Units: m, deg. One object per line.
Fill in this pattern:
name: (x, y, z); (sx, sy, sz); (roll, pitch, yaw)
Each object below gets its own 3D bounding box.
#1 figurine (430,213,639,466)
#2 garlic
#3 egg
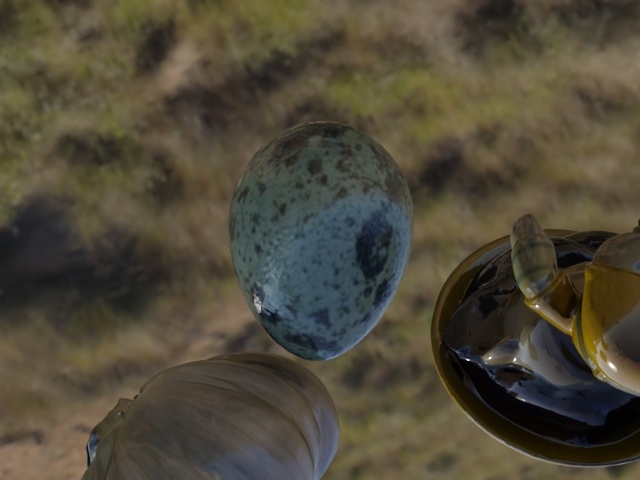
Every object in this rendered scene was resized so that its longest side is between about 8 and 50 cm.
figurine: (0.176, 0.064, 1.105); (0.192, 0.167, 0.257); (11, 172, -6)
garlic: (-0.093, 0.173, 1.236); (0.228, 0.152, 0.228); (-42, -167, 12)
egg: (0.000, 0.000, 1.209); (0.132, 0.172, 0.132); (3, 166, 1)
